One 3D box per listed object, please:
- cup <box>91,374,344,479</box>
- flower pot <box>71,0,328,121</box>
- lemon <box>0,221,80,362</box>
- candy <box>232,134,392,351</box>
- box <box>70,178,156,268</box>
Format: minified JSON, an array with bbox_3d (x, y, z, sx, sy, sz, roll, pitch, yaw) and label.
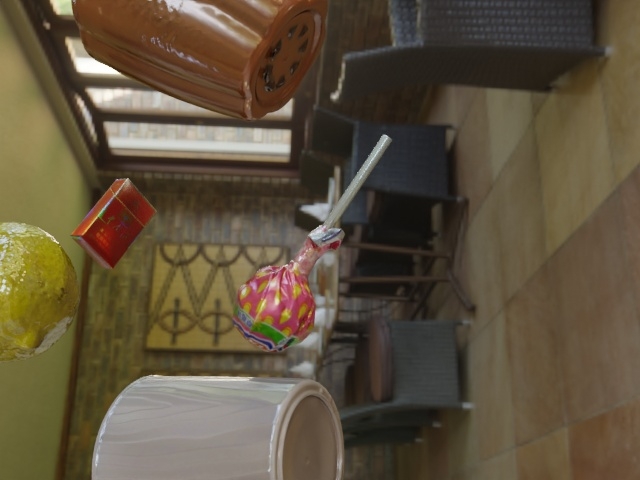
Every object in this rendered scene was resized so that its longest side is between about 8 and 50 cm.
[{"bbox_3d":[-0.141,0.293,0.985,0.288,0.273,0.208,-37,-62,-61],"label":"cup"},{"bbox_3d":[-0.094,-0.205,0.705,0.190,0.173,0.190,-54,-13,-18],"label":"flower pot"},{"bbox_3d":[-0.575,0.094,1.442,0.267,0.268,0.267,-178,90,-87],"label":"lemon"},{"bbox_3d":[0.000,0.000,1.148,0.365,0.124,0.124,-55,3,-1],"label":"candy"},{"bbox_3d":[-0.451,-0.037,1.712,0.112,0.048,0.175,53,-125,-37],"label":"box"}]
